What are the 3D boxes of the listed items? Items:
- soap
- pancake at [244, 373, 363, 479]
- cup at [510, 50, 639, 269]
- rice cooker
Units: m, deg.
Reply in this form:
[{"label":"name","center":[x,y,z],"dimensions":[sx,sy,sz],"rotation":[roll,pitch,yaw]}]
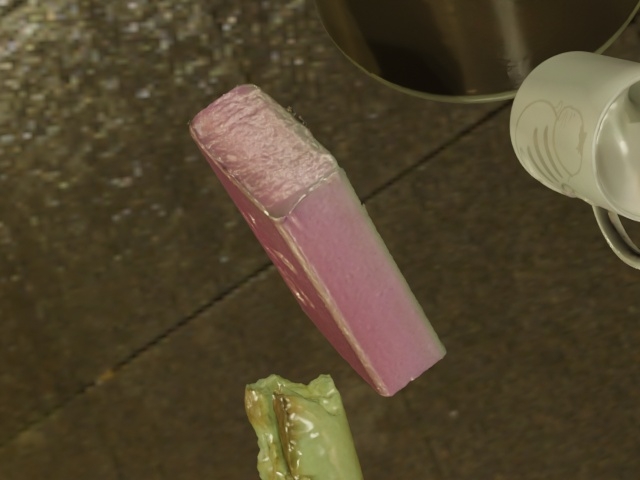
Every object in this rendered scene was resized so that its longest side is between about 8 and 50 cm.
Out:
[{"label":"soap","center":[-0.002,0.001,1.642],"dimensions":[0.081,0.259,0.181],"rotation":[-36,42,-6]},{"label":"pancake","center":[-0.021,0.227,0.968],"dimensions":[0.197,0.054,0.376],"rotation":[50,140,42]},{"label":"cup","center":[0.192,-0.054,1.241],"dimensions":[0.133,0.099,0.136],"rotation":[-149,71,-67]},{"label":"rice cooker","center":[0.112,-0.314,1.531],"dimensions":[0.335,0.325,0.335],"rotation":[-7,61,12]}]
